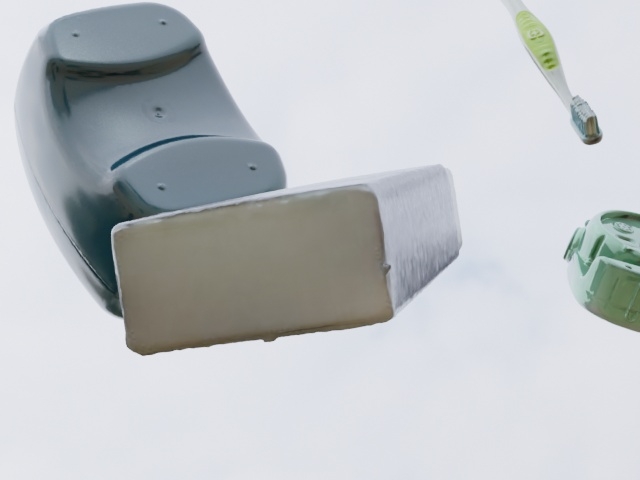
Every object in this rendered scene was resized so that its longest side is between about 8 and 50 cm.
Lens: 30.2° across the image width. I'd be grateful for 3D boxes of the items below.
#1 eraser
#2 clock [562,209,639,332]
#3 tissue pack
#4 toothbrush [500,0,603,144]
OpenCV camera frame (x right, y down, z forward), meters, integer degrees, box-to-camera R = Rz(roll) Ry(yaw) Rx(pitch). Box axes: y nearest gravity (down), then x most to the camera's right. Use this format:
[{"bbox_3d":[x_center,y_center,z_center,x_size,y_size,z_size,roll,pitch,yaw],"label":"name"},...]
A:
[{"bbox_3d":[0.000,0.000,0.472,0.092,0.212,0.046,-8,-86,13],"label":"eraser"},{"bbox_3d":[0.312,0.025,1.139,0.159,0.211,0.066,15,-68,-7],"label":"clock"},{"bbox_3d":[-0.167,-0.063,1.121,0.198,0.287,0.206,-16,-33,-33],"label":"tissue pack"},{"bbox_3d":[0.158,-0.146,0.875,0.022,0.263,0.026,-18,-53,2],"label":"toothbrush"}]
